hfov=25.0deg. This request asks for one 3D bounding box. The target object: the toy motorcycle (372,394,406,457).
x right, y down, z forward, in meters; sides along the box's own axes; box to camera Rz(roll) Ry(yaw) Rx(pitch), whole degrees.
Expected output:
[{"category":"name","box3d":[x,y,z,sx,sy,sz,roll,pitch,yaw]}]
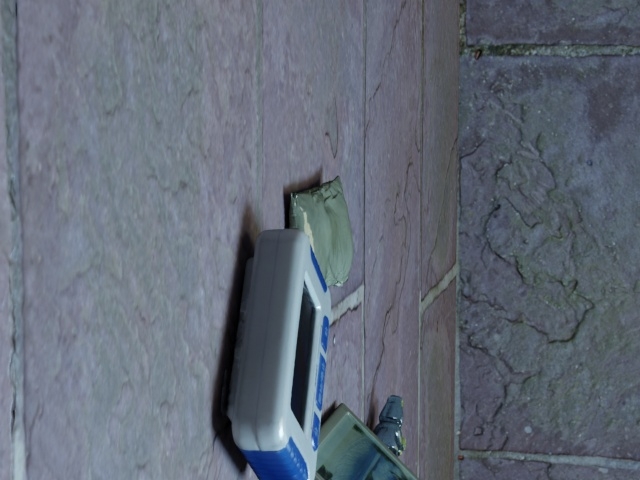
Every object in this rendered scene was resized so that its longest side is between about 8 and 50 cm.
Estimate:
[{"category":"toy motorcycle","box3d":[0.103,0.345,2.338,0.124,0.061,0.193,83,21,-63]}]

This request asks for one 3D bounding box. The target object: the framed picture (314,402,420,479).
[{"category":"framed picture","box3d":[0.076,0.335,1.921,0.024,0.232,0.315,-46,176,11]}]

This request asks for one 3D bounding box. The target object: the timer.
[{"category":"timer","box3d":[-0.046,0.130,1.559,0.178,0.078,0.253,68,25,-57]}]

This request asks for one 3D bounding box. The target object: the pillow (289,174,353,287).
[{"category":"pillow","box3d":[0.000,0.000,1.840,0.230,0.050,0.148,-33,117,-76]}]
